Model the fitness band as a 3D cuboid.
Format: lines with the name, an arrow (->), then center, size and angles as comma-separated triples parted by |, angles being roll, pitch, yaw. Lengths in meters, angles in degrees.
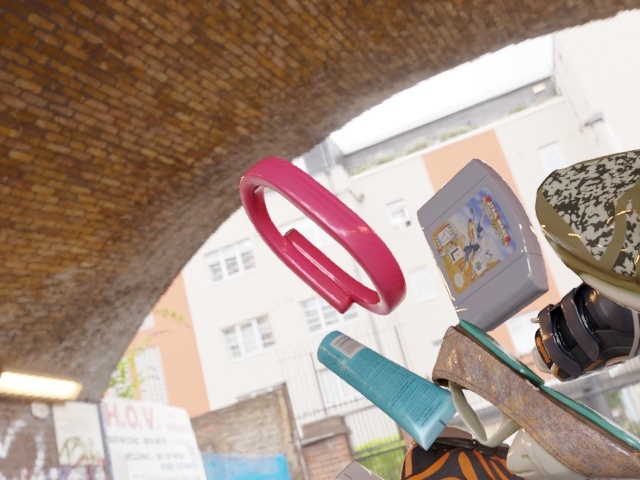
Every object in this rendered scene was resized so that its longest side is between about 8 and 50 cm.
fitness band -> 0.000, 0.000, 1.034 | 0.054, 0.291, 0.209 | -42, -20, -24

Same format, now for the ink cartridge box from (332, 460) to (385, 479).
ink cartridge box -> 0.053, 0.434, 1.024 | 0.190, 0.140, 0.082 | -66, -19, 11

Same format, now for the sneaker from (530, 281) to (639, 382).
sneaker -> 0.395, 0.138, 1.088 | 0.128, 0.126, 0.321 | -13, -29, 1

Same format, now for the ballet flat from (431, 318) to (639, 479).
ballet flat -> 0.228, 0.197, 0.799 | 0.108, 0.316, 0.106 | 30, -87, -29

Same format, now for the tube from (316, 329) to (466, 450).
tube -> 0.083, 0.185, 0.949 | 0.080, 0.207, 0.052 | -51, -41, -12

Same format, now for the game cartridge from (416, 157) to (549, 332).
game cartridge -> 0.293, 0.003, 1.333 | 0.062, 0.297, 0.198 | 7, -40, -34

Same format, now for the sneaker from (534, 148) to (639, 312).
sneaker -> 0.286, -0.045, 0.451 | 0.158, 0.182, 0.410 | -47, 26, -16

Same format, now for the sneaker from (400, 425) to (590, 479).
sneaker -> 0.257, 0.349, 0.926 | 0.321, 0.124, 0.180 | 3, 26, 16
